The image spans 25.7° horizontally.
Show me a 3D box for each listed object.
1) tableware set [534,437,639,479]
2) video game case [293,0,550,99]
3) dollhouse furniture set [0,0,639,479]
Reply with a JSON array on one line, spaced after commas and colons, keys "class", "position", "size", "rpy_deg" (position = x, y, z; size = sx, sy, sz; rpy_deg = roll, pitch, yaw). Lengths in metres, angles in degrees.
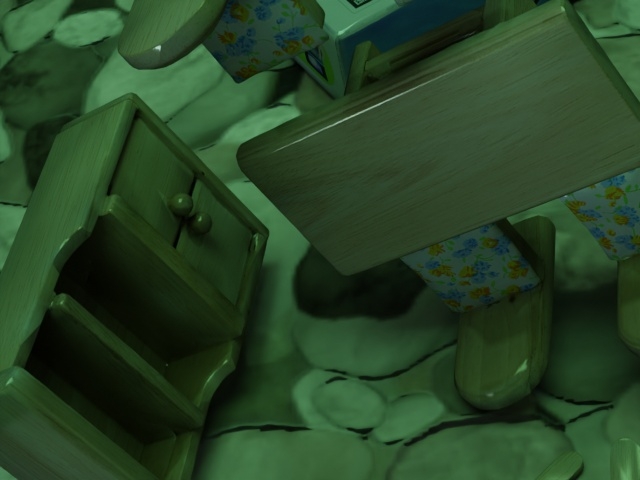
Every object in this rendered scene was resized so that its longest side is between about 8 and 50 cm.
[{"class": "tableware set", "position": [0.068, 0.155, 0.464], "size": [0.194, 0.039, 0.128], "rpy_deg": [-39, 51, -21]}, {"class": "video game case", "position": [0.062, -0.210, 0.788], "size": [0.269, 0.061, 0.244], "rpy_deg": [-30, 49, -14]}, {"class": "dollhouse furniture set", "position": [0.000, 0.000, 0.516], "size": [0.242, 0.212, 0.161], "rpy_deg": [-22, 38, 31]}]
